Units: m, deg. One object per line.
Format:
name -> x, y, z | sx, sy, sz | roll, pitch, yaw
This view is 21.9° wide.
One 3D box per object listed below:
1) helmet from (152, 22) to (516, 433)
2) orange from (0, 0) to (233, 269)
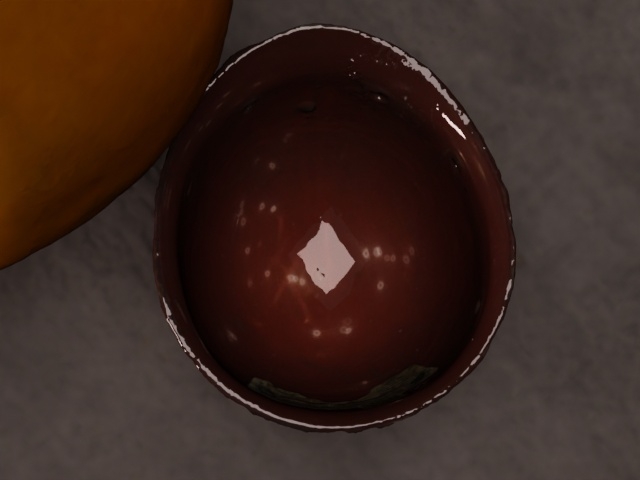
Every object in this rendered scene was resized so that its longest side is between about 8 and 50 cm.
helmet -> 0.000, 0.000, 0.740 | 0.155, 0.106, 0.175 | -14, 83, -7
orange -> -0.184, -0.129, 0.641 | 0.312, 0.312, 0.312 | 0, 86, -4
